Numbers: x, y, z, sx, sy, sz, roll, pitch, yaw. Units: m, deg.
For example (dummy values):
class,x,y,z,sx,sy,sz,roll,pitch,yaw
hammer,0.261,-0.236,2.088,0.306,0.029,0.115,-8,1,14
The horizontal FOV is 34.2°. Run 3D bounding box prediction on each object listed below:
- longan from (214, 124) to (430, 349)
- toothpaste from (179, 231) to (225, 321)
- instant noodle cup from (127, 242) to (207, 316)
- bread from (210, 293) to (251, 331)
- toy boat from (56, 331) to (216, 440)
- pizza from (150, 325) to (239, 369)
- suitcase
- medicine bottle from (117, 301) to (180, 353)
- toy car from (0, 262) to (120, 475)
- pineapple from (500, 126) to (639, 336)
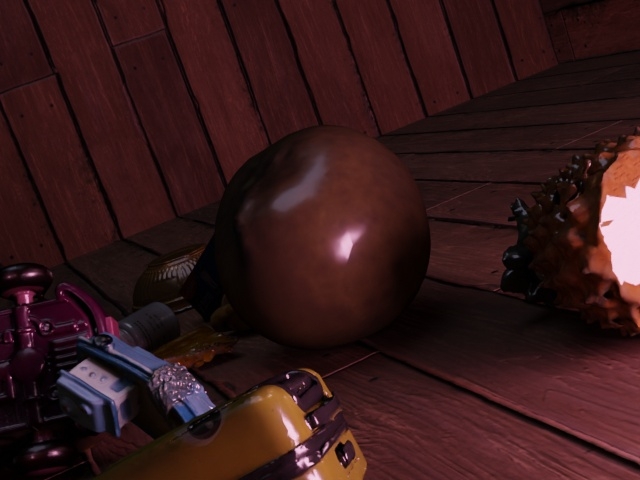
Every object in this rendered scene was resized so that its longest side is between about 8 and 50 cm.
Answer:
class,x,y,z,sx,sy,sz,roll,pitch,yaw
longan,0.000,0.000,1.401,0.319,0.318,0.319,-19,11,4
toothpaste,-0.147,0.027,1.711,0.066,0.076,0.320,-39,-7,-36
instant noodle cup,-0.272,0.068,2.081,0.274,0.090,0.274,-18,10,3
bread,-0.076,0.079,1.696,0.134,0.081,0.225,-11,15,36
toy boat,-0.201,0.193,1.176,0.238,0.109,0.098,25,42,27
pizza,-0.186,0.167,1.583,0.176,0.036,0.185,-13,11,24
suitcase,-0.076,0.210,0.835,0.235,0.143,0.194,-30,-5,9
medicine bottle,-0.299,0.160,1.694,0.080,0.080,0.130,-9,16,45
toy car,-0.412,0.195,1.372,0.341,0.271,0.240,-12,-17,1
pineapple,0.303,-0.002,1.158,0.223,0.222,0.357,-23,3,-15
